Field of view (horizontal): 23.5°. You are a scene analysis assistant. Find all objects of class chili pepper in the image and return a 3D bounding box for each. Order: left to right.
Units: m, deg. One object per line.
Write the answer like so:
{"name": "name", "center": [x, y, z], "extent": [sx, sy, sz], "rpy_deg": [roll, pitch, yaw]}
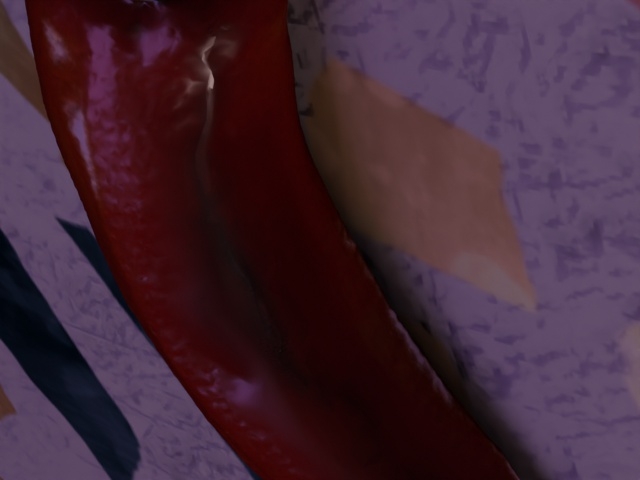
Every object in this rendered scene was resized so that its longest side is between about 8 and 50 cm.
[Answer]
{"name": "chili pepper", "center": [-0.004, 0.004, 0.516], "extent": [0.137, 0.092, 0.368], "rpy_deg": [-7, 127, 32]}
